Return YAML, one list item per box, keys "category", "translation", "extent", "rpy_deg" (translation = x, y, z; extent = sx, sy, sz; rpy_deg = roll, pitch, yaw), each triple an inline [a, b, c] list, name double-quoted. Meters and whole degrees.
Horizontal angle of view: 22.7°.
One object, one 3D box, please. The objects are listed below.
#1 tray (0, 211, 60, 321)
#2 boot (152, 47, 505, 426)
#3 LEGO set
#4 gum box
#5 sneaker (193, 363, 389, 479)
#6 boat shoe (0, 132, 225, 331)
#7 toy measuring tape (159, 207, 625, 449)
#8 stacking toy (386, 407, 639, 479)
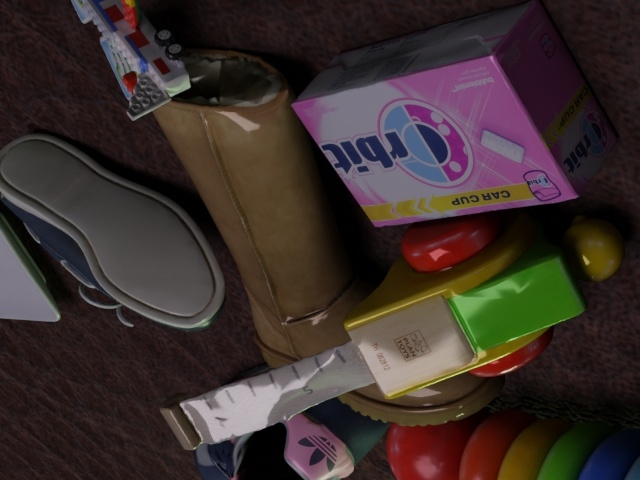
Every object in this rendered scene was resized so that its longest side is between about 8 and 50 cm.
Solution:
- category: "tray"
  translation: [-0.364, 0.013, 1.562]
  extent: [0.270, 0.030, 0.145]
  rpy_deg: [0, 129, 43]
- category: "boot"
  translation: [0.000, 0.000, 1.153]
  extent: [0.236, 0.089, 0.269]
  rpy_deg: [10, 135, 35]
- category: "LEGO set"
  translation: [-0.152, -0.169, 1.027]
  extent: [0.182, 0.060, 0.244]
  rpy_deg: [65, 164, -10]
- category: "gum box"
  translation: [0.078, -0.075, 1.013]
  extent: [0.188, 0.062, 0.107]
  rpy_deg: [-8, 124, 47]
- category: "sneaker"
  translation: [-0.052, 0.180, 1.364]
  extent: [0.112, 0.131, 0.319]
  rpy_deg: [42, 146, -4]
- category: "boat shoe"
  translation: [-0.170, 0.004, 1.303]
  extent: [0.255, 0.095, 0.079]
  rpy_deg: [30, 157, 27]
- category: "toy measuring tape"
  translation: [0.050, 0.053, 1.081]
  extent: [0.330, 0.121, 0.121]
  rpy_deg: [-23, 117, 18]
- category: "stacking toy"
  translation: [0.182, 0.184, 1.156]
  extent: [0.330, 0.141, 0.141]
  rpy_deg: [13, 138, 40]
